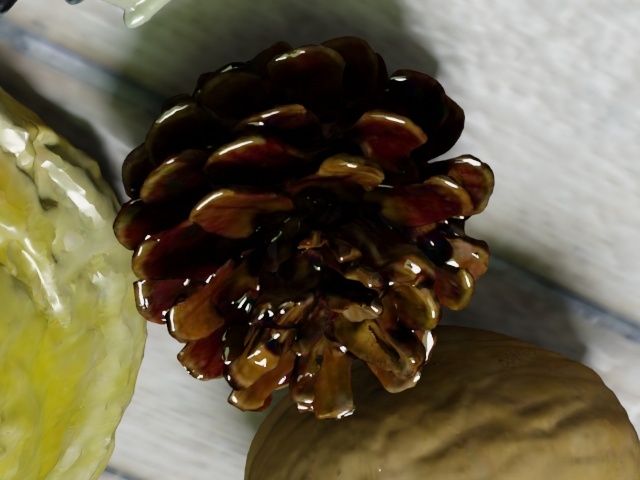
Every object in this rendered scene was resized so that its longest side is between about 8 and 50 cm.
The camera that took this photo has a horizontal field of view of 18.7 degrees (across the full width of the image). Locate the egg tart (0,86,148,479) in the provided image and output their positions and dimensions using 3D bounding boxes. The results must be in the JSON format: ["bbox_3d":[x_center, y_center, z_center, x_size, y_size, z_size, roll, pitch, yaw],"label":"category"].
[{"bbox_3d":[-0.205,0.046,0.718,0.290,0.115,0.290,-1,128,-1],"label":"egg tart"}]

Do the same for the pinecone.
[{"bbox_3d":[-0.002,0.000,0.690,0.140,0.121,0.140,-6,135,-6],"label":"pinecone"}]

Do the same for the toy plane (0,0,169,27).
[{"bbox_3d":[-0.136,-0.106,0.602,0.262,0.088,0.192,-38,130,4],"label":"toy plane"}]

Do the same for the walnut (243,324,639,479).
[{"bbox_3d":[0.047,0.104,0.763,0.166,0.149,0.166,-21,158,-9],"label":"walnut"}]
